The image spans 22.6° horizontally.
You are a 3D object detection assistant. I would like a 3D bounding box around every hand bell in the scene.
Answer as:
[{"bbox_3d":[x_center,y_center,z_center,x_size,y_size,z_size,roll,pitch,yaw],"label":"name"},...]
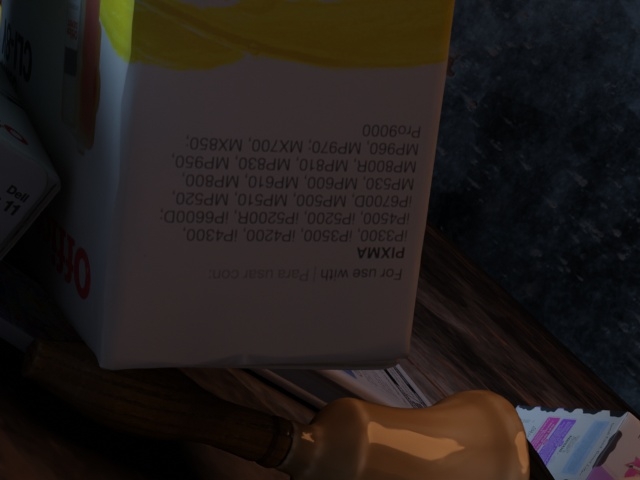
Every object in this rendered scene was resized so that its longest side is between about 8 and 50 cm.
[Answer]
[{"bbox_3d":[-0.031,0.093,0.779,0.242,0.126,0.126,24,14,-25],"label":"hand bell"}]

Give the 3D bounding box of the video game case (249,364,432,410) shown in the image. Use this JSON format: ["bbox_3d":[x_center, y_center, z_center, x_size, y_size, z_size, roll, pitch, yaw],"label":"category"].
[{"bbox_3d":[-0.059,0.027,1.213,0.300,0.036,0.329,34,10,-39],"label":"video game case"}]

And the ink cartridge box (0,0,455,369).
[{"bbox_3d":[-0.055,-0.156,0.788,0.160,0.384,0.279,0,16,-23],"label":"ink cartridge box"}]

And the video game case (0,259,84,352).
[{"bbox_3d":[-0.136,0.045,0.806,0.122,0.011,0.087,36,8,-25],"label":"video game case"}]

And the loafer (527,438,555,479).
[{"bbox_3d":[0.156,0.209,1.106,0.223,0.076,0.078,45,41,-24],"label":"loafer"}]

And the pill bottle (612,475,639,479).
[{"bbox_3d":[0.218,0.228,0.958,0.264,0.146,0.146,32,11,-47],"label":"pill bottle"}]

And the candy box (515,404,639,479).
[{"bbox_3d":[0.234,0.204,1.235,0.165,0.070,0.196,39,-14,-10],"label":"candy box"}]

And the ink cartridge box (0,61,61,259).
[{"bbox_3d":[-0.226,-0.076,0.767,0.153,0.087,0.208,35,9,-32],"label":"ink cartridge box"}]
